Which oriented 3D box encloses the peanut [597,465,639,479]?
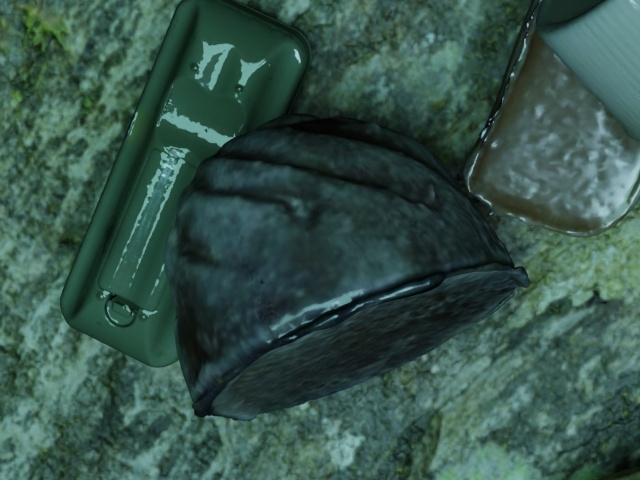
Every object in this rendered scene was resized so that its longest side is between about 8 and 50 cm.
[{"bbox_3d":[0.307,0.245,1.688,0.298,0.120,0.136,-31,57,18],"label":"peanut"}]

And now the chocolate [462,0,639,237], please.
[{"bbox_3d":[0.220,-0.135,1.637,0.161,0.083,0.261,22,105,-15],"label":"chocolate"}]

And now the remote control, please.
[{"bbox_3d":[-0.125,-0.051,1.745,0.128,0.065,0.335,26,107,8],"label":"remote control"}]

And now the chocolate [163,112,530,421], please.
[{"bbox_3d":[0.000,0.000,1.637,0.303,0.303,0.213,-29,75,17],"label":"chocolate"}]

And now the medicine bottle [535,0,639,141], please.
[{"bbox_3d":[0.359,-0.092,1.508,0.224,0.224,0.384,-42,106,18],"label":"medicine bottle"}]
